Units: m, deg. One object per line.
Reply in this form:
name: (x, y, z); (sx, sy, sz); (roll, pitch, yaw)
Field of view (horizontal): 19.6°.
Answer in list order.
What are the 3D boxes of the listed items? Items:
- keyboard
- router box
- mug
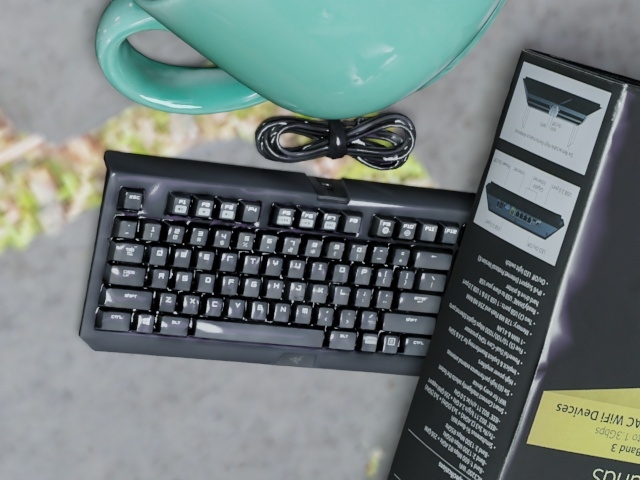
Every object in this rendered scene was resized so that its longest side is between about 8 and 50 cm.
keyboard: (0.000, 0.000, 0.731); (0.180, 0.023, 0.108); (6, 102, -21)
router box: (0.191, 0.076, 0.773); (0.309, 0.081, 0.243); (13, 99, -27)
mug: (0.003, -0.106, 0.658); (0.097, 0.158, 0.129); (34, 67, -26)
